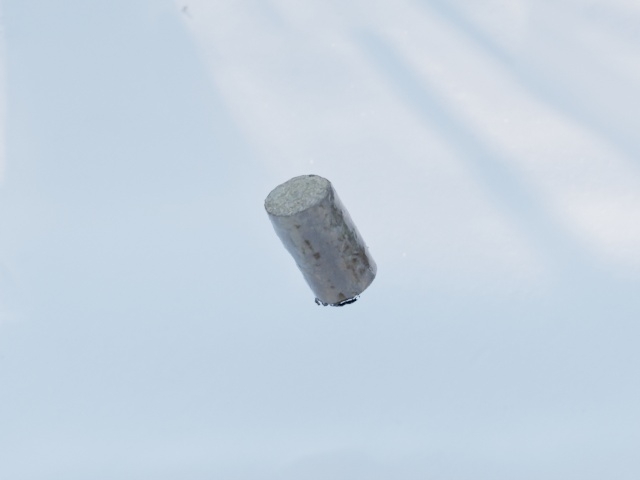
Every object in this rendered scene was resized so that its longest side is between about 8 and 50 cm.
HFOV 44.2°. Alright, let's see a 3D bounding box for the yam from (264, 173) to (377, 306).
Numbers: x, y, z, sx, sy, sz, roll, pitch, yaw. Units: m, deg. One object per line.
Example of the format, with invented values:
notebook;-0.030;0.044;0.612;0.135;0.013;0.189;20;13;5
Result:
yam;0.003;-0.002;0.794;0.084;0.127;0.084;-18;34;13
